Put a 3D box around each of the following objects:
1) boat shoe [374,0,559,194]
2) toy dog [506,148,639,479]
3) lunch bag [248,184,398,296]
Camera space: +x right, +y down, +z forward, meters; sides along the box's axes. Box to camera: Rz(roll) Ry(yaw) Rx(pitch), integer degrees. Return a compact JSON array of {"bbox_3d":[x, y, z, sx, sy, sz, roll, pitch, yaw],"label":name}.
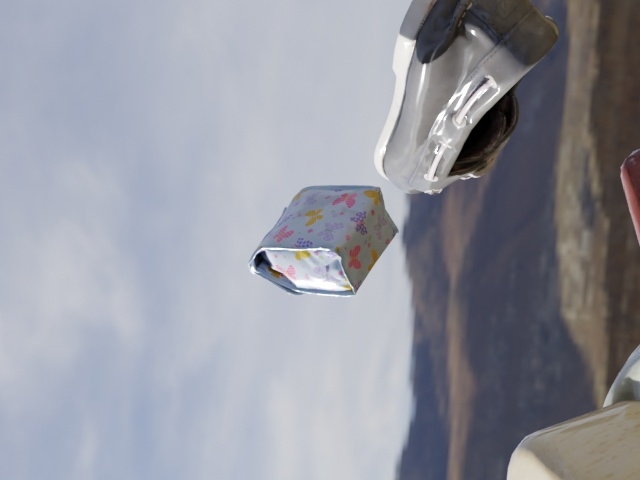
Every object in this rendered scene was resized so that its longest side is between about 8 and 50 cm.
[{"bbox_3d":[0.108,-0.095,1.162,0.112,0.095,0.335,-53,-12,-14],"label":"boat shoe"},{"bbox_3d":[0.120,0.100,0.499,0.334,0.220,0.161,112,146,-44],"label":"toy dog"},{"bbox_3d":[0.000,0.000,1.073,0.071,0.083,0.053,-55,-46,-38],"label":"lunch bag"}]
